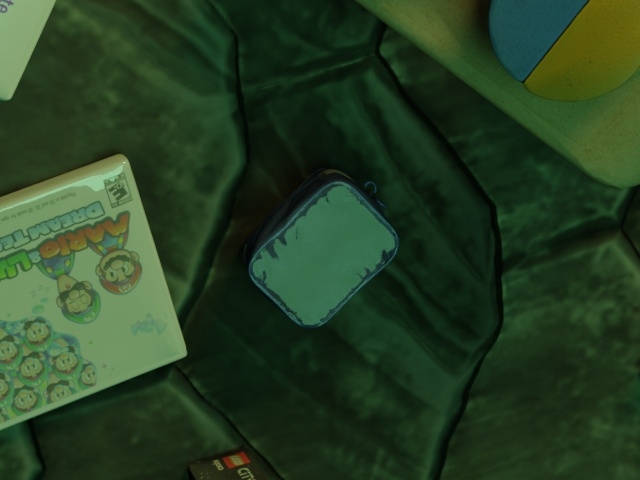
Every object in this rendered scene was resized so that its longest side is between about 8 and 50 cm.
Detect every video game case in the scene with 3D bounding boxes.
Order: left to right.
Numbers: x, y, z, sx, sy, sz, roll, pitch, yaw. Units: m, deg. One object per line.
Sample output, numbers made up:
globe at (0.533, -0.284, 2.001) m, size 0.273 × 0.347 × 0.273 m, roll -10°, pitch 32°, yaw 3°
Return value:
video game case at (-0.172, 0.037, 1.136) m, size 0.157 × 0.019 × 0.143 m, roll -21°, pitch 118°, yaw -13°

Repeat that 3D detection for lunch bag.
lunch bag at (0.000, 0.000, 1.165) m, size 0.098 × 0.065 × 0.067 m, roll -42°, pitch 105°, yaw 0°

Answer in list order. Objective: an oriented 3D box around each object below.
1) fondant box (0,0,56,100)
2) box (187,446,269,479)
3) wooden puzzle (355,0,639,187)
fondant box at (-0.263, -0.244, 0.937) m, size 0.330 × 0.096 × 0.238 m, roll 21°, pitch 102°, yaw -29°
box at (-0.018, 0.254, 1.166) m, size 0.044 × 0.233 × 0.159 m, roll -17°, pitch 116°, yaw -15°
wooden puzzle at (0.130, -0.219, 0.992) m, size 0.348 × 0.080 × 0.322 m, roll 34°, pitch 121°, yaw -8°
